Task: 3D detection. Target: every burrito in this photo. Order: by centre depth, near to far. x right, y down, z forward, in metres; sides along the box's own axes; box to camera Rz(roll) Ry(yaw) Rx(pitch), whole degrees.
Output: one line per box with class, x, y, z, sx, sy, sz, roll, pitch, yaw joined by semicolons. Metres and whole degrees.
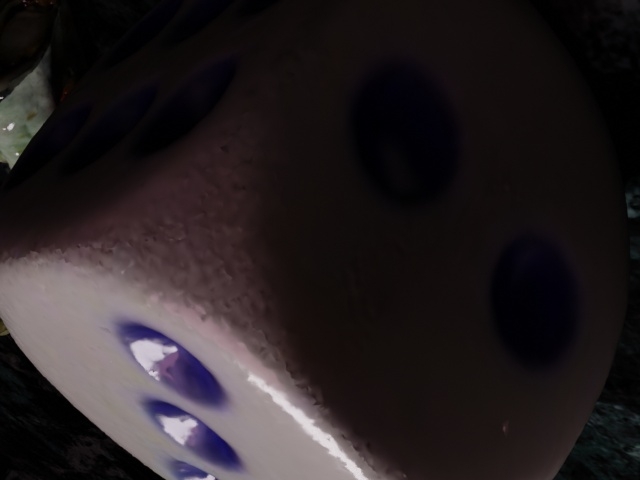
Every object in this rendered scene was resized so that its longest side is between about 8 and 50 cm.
burrito;-0.234;-0.106;0.970;0.089;0.144;0.229;14;153;14

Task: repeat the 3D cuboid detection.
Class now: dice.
dice;0.000;0.000;0.698;0.277;0.304;0.304;-6;133;51

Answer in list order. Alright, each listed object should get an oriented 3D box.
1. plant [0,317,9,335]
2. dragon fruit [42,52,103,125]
plant;-0.401;-0.008;1.358;0.251;0.180;0.333;-169;70;-79
dragon fruit;-0.141;-0.059;0.885;0.160;0.172;0.166;9;141;23
